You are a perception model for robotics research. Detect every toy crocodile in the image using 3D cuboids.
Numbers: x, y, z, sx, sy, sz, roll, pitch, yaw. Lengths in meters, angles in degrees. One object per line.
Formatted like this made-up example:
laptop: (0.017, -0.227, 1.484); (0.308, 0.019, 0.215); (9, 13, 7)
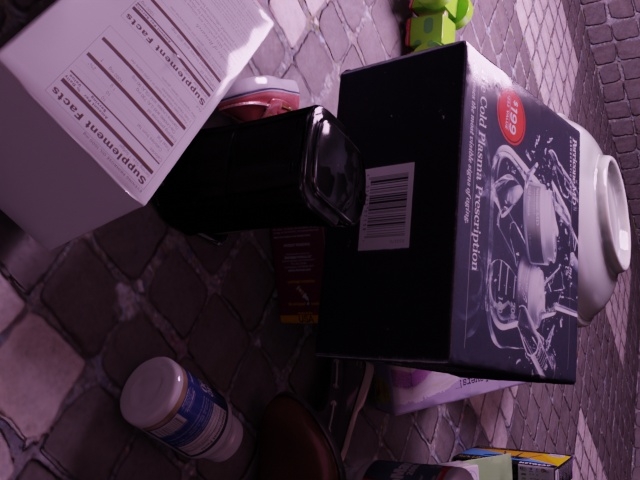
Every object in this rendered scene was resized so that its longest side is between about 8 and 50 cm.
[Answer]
toy crocodile: (0.189, -0.342, 1.271); (0.115, 0.105, 0.341); (18, 75, -57)

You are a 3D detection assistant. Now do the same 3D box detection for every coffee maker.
coffee maker: (-0.067, -0.059, 0.720); (0.171, 0.178, 0.120); (-5, 89, -59)

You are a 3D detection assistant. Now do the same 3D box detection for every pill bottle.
pill bottle: (0.094, 0.329, 0.921); (0.108, 0.180, 0.108); (15, 73, -57)
pill bottle: (-0.125, 0.163, 0.698); (0.120, 0.067, 0.067); (50, 46, -43)

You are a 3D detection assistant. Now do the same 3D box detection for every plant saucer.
plant saucer: (0.497, -0.044, 1.364); (0.400, 0.100, 0.401); (20, 67, -57)

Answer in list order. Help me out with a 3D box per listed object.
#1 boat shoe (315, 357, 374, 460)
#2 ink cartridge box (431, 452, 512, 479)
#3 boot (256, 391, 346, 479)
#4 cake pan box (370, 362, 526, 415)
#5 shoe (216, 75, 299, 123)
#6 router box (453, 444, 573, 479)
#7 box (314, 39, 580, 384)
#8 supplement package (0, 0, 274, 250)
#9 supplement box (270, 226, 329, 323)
boat shoe: (0.004, 0.233, 0.927); (0.064, 0.075, 0.206); (27, 58, -4)
ink cartridge box: (0.234, 0.433, 1.163); (0.234, 0.056, 0.171); (2, 82, -29)
boot: (-0.093, 0.310, 0.742); (0.280, 0.096, 0.264); (-8, 100, -51)
cake pan box: (0.192, 0.112, 1.106); (0.266, 0.070, 0.246); (-6, 93, -25)
shoe: (-0.065, -0.137, 0.836); (0.178, 0.063, 0.081); (-26, 105, -67)
router box: (0.341, 0.402, 1.315); (0.133, 0.178, 0.046); (9, 80, -59)
box: (0.172, -0.010, 0.906); (0.312, 0.178, 0.344); (17, 74, -48)
supplement package: (-0.166, -0.133, 0.591); (0.134, 0.139, 0.244); (48, 46, -25)
supplement box: (0.000, 0.000, 0.913); (0.104, 0.080, 0.188); (-11, 95, -58)
